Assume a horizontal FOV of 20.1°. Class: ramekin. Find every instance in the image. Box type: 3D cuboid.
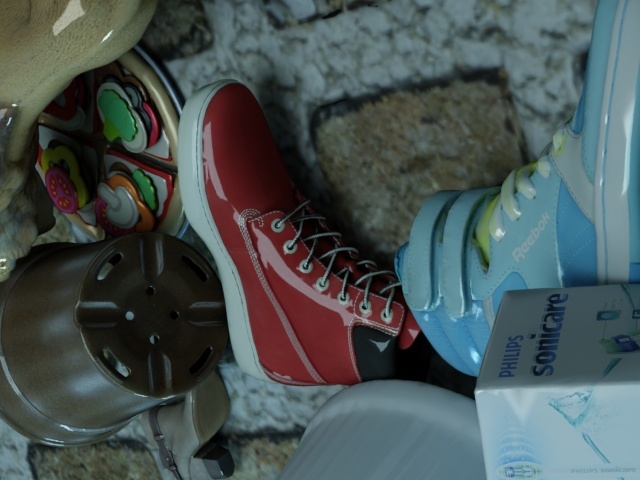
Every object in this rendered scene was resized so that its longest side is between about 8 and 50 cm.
[{"bbox_3d":[0.069,0.246,1.258,0.277,0.135,0.277,25,138,25],"label":"ramekin"}]

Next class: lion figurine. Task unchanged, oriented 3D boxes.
[{"bbox_3d":[-0.206,-0.145,1.299,0.392,0.142,0.240,-46,46,49],"label":"lion figurine"}]

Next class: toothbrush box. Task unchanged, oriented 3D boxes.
[{"bbox_3d":[0.246,0.139,0.986,0.295,0.126,0.216,-2,113,15],"label":"toothbrush box"}]

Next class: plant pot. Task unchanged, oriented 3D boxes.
[{"bbox_3d":[-0.163,0.069,1.384,0.165,0.167,0.167,-19,97,57],"label":"plant pot"}]

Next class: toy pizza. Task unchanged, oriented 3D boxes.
[{"bbox_3d":[-0.177,-0.077,1.443,0.201,0.032,0.201,21,123,35],"label":"toy pizza"}]

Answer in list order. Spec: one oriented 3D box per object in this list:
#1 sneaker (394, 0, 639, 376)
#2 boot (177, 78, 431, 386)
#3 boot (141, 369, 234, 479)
[{"bbox_3d":[0.134,-0.027,1.108,0.208,0.127,0.319,19,121,35],"label":"sneaker"},{"bbox_3d":[0.000,0.000,1.280,0.176,0.088,0.244,6,122,41],"label":"boot"},{"bbox_3d":[-0.114,0.149,1.493,0.087,0.042,0.118,8,115,43],"label":"boot"}]
